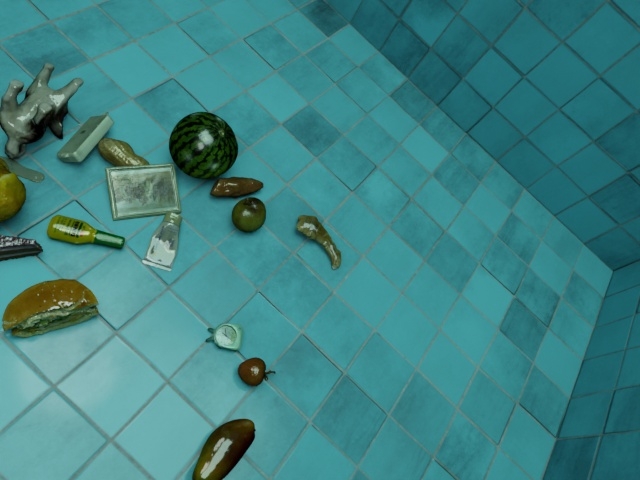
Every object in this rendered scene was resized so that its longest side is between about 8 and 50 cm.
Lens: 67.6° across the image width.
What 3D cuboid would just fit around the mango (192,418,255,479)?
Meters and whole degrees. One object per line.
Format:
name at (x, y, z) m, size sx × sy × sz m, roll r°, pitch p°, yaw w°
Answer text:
mango at (-0.331, 0.712, 1.621) m, size 0.267 × 0.111 × 0.133 m, roll -44°, pitch 104°, yaw -36°

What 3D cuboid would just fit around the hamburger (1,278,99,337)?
hamburger at (-0.901, 0.210, 1.591) m, size 0.282 × 0.144 × 0.157 m, roll -14°, pitch 71°, yaw -28°

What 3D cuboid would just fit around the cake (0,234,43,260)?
cake at (-1.105, 0.033, 1.606) m, size 0.294 × 0.116 × 0.113 m, roll 1°, pitch 69°, yaw -22°

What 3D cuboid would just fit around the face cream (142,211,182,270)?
face cream at (-0.612, 0.002, 1.890) m, size 0.114 × 0.070 × 0.224 m, roll 19°, pitch 67°, yaw -15°

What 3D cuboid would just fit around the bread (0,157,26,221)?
bread at (-1.178, -0.154, 1.540) m, size 0.393 × 0.361 × 0.251 m, roll -4°, pitch 103°, yaw -29°

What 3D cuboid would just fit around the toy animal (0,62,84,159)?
toy animal at (-1.080, -0.480, 1.826) m, size 0.194 × 0.303 × 0.344 m, roll 31°, pitch 32°, yaw -14°

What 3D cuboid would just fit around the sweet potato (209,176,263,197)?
sweet potato at (-0.366, -0.238, 2.101) m, size 0.251 × 0.097 × 0.097 m, roll -10°, pitch 70°, yaw -27°

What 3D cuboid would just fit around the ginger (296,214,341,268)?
ginger at (0.000, 0.000, 2.164) m, size 0.295 × 0.086 × 0.131 m, roll 52°, pitch 34°, yaw 1°

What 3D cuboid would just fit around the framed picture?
framed picture at (-0.706, -0.199, 1.920) m, size 0.274 × 0.017 × 0.218 m, roll -11°, pitch 94°, yaw -29°

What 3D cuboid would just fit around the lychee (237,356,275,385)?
lychee at (-0.238, 0.486, 1.787) m, size 0.140 × 0.114 × 0.101 m, roll -9°, pitch 99°, yaw -9°

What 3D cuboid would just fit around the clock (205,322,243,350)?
clock at (-0.366, 0.365, 1.826) m, size 0.134 × 0.041 × 0.101 m, roll 14°, pitch 60°, yaw -17°

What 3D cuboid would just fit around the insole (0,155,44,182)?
insole at (-1.143, -0.269, 1.806) m, size 0.188 × 0.004 × 0.064 m, roll 23°, pitch 59°, yaw -13°

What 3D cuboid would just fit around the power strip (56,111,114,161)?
power strip at (-0.938, -0.412, 1.915) m, size 0.117 × 0.046 × 0.271 m, roll 3°, pitch 53°, yaw 27°

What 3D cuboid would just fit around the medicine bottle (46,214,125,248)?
medicine bottle at (-0.865, -0.022, 1.775) m, size 0.260 × 0.064 × 0.095 m, roll 16°, pitch 59°, yaw -18°

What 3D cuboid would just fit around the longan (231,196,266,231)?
longan at (-0.303, -0.117, 2.026) m, size 0.144 × 0.176 × 0.155 m, roll 6°, pitch 47°, yaw -6°

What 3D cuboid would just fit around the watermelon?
watermelon at (-0.490, -0.395, 2.013) m, size 0.284 × 0.285 × 0.286 m, roll 11°, pitch 61°, yaw -20°

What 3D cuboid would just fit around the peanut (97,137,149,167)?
peanut at (-0.798, -0.341, 1.949) m, size 0.225 × 0.095 × 0.108 m, roll 35°, pitch 67°, yaw -7°
